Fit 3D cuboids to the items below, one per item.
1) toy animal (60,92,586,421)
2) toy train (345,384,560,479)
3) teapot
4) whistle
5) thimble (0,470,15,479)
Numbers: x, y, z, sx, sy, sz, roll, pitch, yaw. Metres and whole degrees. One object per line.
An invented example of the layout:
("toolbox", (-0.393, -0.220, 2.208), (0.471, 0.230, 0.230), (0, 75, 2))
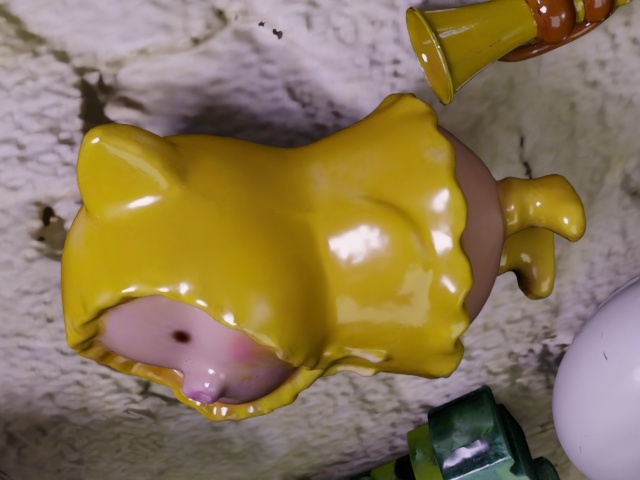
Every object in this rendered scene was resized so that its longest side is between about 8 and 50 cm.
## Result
("toy animal", (-0.001, 0.002, 0.670), (0.230, 0.156, 0.156), (-1, 144, -10))
("toy train", (0.060, 0.183, 1.014), (0.200, 0.083, 0.132), (-27, 135, 12))
("teapot", (0.244, 0.091, 0.915), (0.204, 0.139, 0.298), (-22, 148, 9))
("whistle", (0.096, -0.093, 0.660), (0.109, 0.046, 0.057), (-20, 133, -10))
("thimble", (-0.209, 0.249, 0.770), (0.291, 0.195, 0.291), (-47, 153, -35))
